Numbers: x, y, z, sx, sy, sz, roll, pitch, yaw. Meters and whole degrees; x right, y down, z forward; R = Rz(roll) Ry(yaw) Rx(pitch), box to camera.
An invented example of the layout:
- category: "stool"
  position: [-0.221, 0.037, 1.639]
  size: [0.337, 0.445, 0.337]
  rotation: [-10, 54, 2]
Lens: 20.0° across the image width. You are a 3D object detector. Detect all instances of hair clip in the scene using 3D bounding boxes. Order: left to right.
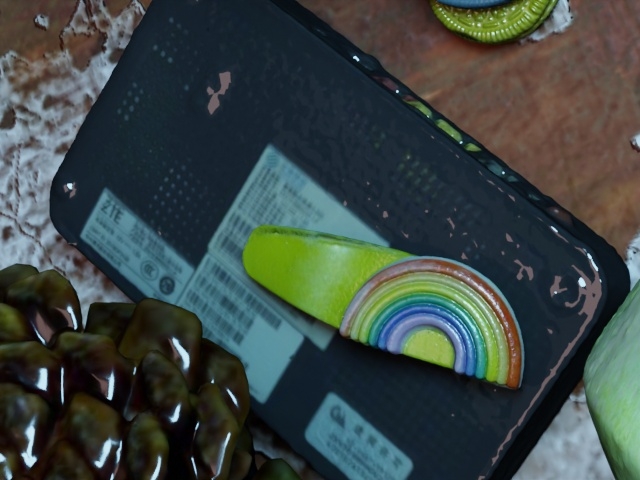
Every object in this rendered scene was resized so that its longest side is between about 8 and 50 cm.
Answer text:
- category: "hair clip"
  position: [0.032, 0.028, 1.012]
  size: [0.188, 0.033, 0.060]
  rotation: [19, 98, 29]

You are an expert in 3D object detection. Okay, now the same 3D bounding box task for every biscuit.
- category: "biscuit"
  position: [0.099, -0.154, 1.036]
  size: [0.084, 0.023, 0.084]
  rotation: [1, 92, 30]

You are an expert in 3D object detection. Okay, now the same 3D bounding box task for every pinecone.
- category: "pinecone"
  position: [-0.173, 0.232, 1.018]
  size: [0.398, 0.398, 0.397]
  rotation: [1, 92, 31]

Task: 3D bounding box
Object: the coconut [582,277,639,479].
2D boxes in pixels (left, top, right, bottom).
- category: "coconut"
  position: [0.272, 0.085, 0.800]
  size: [0.328, 0.281, 0.328]
  rotation: [-1, 109, -3]

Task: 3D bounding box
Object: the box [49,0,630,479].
- category: "box"
  position: [0.000, 0.000, 1.081]
  size: [0.350, 0.058, 0.211]
  rotation: [39, 111, 24]

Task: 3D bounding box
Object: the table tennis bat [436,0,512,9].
- category: "table tennis bat"
  position: [0.105, -0.175, 1.008]
  size: [0.155, 0.019, 0.100]
  rotation: [17, 93, 30]
